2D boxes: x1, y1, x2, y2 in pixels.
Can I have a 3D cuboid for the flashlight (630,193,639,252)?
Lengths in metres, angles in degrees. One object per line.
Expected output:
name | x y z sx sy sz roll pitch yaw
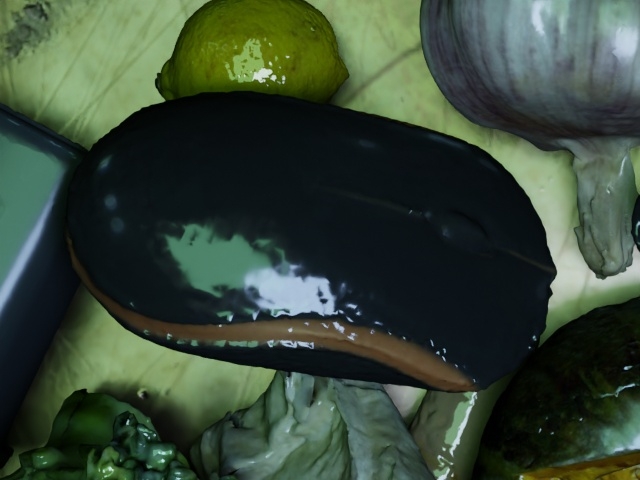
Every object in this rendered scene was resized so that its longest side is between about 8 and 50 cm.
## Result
flashlight | 0.293 -0.014 1.254 0.093 0.232 0.093 1 92 46

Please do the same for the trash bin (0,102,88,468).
trash bin | -0.276 0.040 1.334 0.209 0.182 0.290 28 87 9

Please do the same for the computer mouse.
computer mouse | 0.001 -0.002 1.256 0.323 0.116 0.183 9 62 -12

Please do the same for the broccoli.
broccoli | -0.153 0.219 1.294 0.288 0.245 0.248 -8 124 25

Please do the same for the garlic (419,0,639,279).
garlic | 0.179 -0.093 1.267 0.245 0.245 0.253 3 105 5

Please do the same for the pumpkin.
pumpkin | 0.254 0.179 1.274 0.320 0.192 0.320 0 90 8

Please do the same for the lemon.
lemon | -0.047 -0.116 1.343 0.133 0.109 0.109 -6 90 1

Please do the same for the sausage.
sausage | 0.072 0.176 1.356 0.066 0.066 0.301 23 93 5

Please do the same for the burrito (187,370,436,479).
burrito | 0.032 0.211 1.269 0.347 0.107 0.175 52 133 37
